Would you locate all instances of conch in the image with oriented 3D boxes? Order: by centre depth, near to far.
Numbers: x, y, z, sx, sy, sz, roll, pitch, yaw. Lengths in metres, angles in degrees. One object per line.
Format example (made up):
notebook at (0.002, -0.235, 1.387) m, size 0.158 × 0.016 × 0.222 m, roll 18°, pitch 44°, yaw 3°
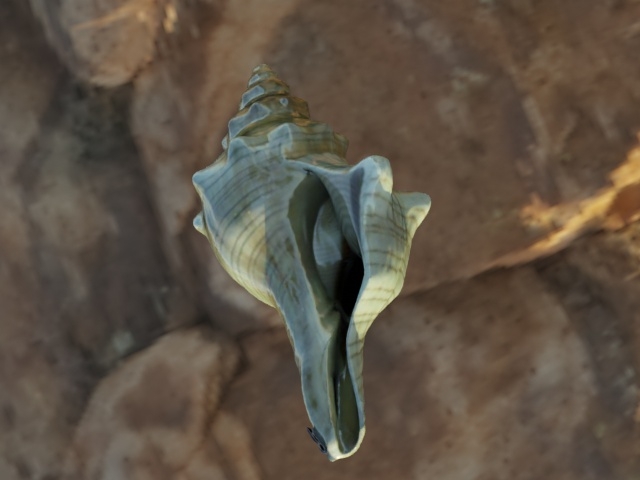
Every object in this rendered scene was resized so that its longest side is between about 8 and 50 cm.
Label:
conch at (0.008, -0.008, 1.085) m, size 0.234 × 0.114 × 0.137 m, roll 50°, pitch 123°, yaw 28°
